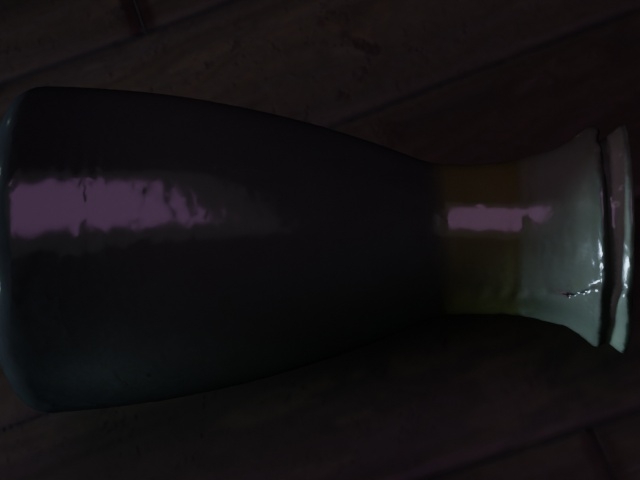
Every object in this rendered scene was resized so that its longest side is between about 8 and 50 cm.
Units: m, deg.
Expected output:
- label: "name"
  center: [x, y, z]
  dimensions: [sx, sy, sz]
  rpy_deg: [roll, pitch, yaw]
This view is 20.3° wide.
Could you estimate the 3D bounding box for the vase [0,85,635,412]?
- label: "vase"
  center: [0.000, 0.000, 0.935]
  dimensions: [0.321, 0.173, 0.173]
  rpy_deg: [-2, 58, 4]
